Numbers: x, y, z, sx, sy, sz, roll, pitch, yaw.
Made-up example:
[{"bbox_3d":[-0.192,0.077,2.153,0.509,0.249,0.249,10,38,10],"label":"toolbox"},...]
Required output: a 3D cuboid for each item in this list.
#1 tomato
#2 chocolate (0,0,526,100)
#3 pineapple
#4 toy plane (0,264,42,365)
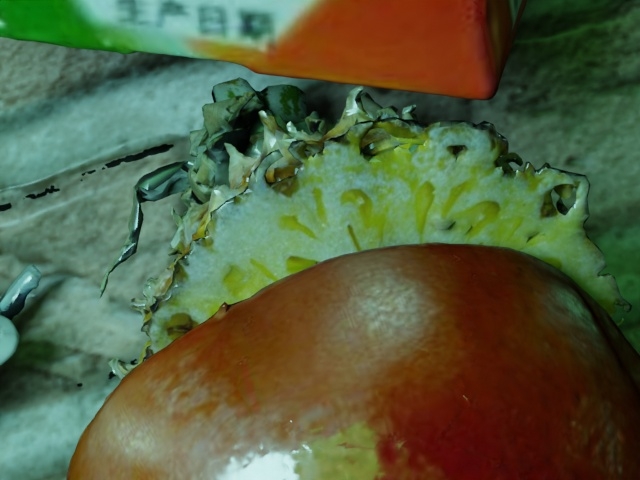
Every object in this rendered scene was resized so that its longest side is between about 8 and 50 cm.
[{"bbox_3d":[0.048,0.171,0.800,0.338,0.338,0.144,-28,30,-1],"label":"tomato"},{"bbox_3d":[-0.024,-0.270,1.020,0.341,0.161,0.360,9,49,14],"label":"chocolate"},{"bbox_3d":[0.000,0.000,0.940,0.262,0.262,0.272,-27,30,0],"label":"pineapple"},{"bbox_3d":[-0.310,0.078,1.028,0.273,0.107,0.182,5,65,17],"label":"toy plane"}]
